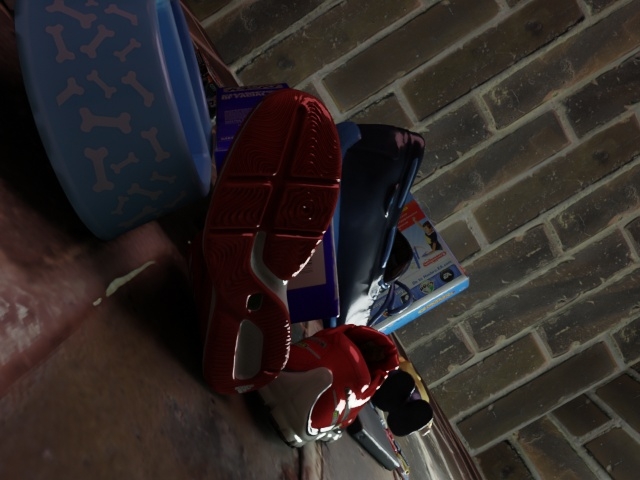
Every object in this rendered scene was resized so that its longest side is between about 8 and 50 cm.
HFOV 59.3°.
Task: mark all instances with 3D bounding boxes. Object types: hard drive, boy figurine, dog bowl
[{"bbox_3d":[0.061,0.255,0.784,0.135,0.022,0.094,55,5,-41],"label":"hard drive"},{"bbox_3d":[0.152,0.285,1.082,0.177,0.092,0.285,58,1,8],"label":"boy figurine"},{"bbox_3d":[-0.134,-0.114,0.431,0.297,0.074,0.166,-110,-171,-66],"label":"dog bowl"}]

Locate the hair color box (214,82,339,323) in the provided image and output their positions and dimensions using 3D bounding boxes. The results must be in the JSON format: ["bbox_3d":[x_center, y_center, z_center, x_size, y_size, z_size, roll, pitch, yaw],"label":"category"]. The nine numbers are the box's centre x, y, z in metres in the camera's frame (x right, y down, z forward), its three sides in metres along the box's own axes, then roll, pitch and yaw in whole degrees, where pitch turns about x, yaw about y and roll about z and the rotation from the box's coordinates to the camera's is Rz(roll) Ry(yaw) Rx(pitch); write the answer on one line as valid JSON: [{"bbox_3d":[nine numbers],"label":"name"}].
[{"bbox_3d":[-0.061,-0.066,0.657,0.339,0.110,0.185,-115,-161,-64],"label":"hair color box"}]

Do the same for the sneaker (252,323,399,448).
[{"bbox_3d":[0.025,0.136,0.562,0.107,0.118,0.279,60,5,12],"label":"sneaker"}]

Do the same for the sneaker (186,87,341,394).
[{"bbox_3d":[-0.062,-0.011,0.403,0.087,0.221,0.128,4,27,-31],"label":"sneaker"}]

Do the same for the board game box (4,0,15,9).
[{"bbox_3d":[-0.301,-0.400,0.429,0.319,0.065,0.318,78,-13,-52],"label":"board game box"}]

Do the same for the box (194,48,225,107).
[{"bbox_3d":[-0.235,-0.332,1.363,0.233,0.044,0.159,55,6,-41],"label":"box"}]

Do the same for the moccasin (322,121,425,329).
[{"bbox_3d":[0.059,0.024,0.668,0.342,0.116,0.138,94,-12,-47],"label":"moccasin"}]

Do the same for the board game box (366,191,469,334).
[{"bbox_3d":[0.166,0.061,1.440,0.302,0.308,0.086,61,4,24],"label":"board game box"}]

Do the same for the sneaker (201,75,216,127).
[{"bbox_3d":[-0.201,-0.227,0.806,0.170,0.074,0.063,58,4,-7],"label":"sneaker"}]

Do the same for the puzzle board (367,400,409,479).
[{"bbox_3d":[0.111,0.328,0.920,0.128,0.011,0.096,59,4,7],"label":"puzzle board"}]
